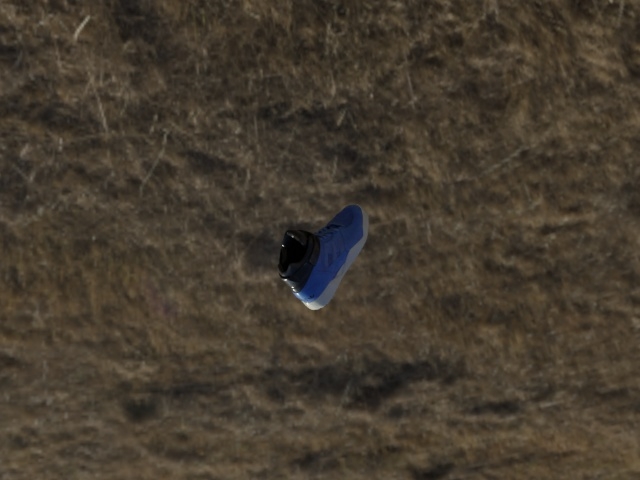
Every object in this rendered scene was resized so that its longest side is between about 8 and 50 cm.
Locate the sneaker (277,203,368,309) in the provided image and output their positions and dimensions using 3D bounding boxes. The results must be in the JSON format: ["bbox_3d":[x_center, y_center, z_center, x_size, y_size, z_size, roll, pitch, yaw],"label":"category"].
[{"bbox_3d":[0.001,0.000,1.025,0.058,0.152,0.084,2,144,47],"label":"sneaker"}]
